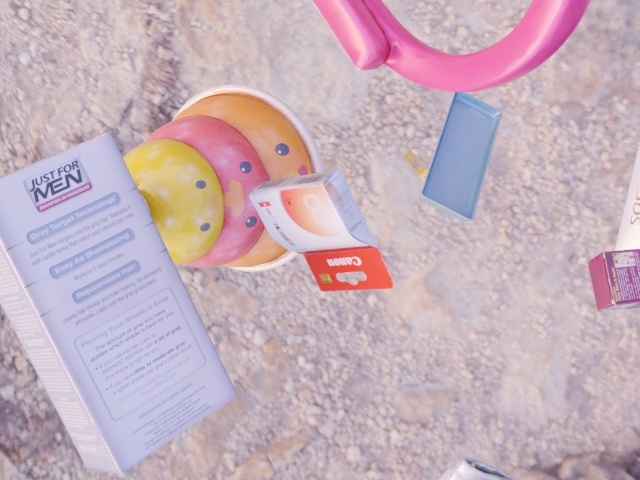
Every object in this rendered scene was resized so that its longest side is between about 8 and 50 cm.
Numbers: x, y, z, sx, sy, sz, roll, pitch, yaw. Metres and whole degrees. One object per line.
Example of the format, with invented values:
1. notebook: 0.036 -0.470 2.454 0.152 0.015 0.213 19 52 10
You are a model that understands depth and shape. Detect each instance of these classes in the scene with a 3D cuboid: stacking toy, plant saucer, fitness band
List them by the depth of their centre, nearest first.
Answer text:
1. fitness band: 0.068 -0.239 0.661 0.054 0.209 0.290 -20 77 -52
2. plant saucer: 0.165 -0.101 1.125 0.067 0.192 0.018 26 140 -5
3. stacking toy: -0.236 -0.061 1.598 0.480 0.351 0.350 -30 125 -59

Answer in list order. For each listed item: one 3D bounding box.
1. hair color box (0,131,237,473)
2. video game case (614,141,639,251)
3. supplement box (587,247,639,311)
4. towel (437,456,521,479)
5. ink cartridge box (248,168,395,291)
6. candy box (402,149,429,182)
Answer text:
1. hair color box: -0.276 0.077 1.188 0.185 0.114 0.374 -31 102 -34
2. video game case: 0.540 -0.049 1.252 0.061 0.270 0.244 0 103 -50
3. supplement box: 0.315 0.038 0.947 0.083 0.043 0.054 -4 75 -7
4. towel: 0.186 0.451 1.183 0.321 0.090 0.374 28 110 -23
5. ink cartridge box: 0.000 0.000 1.245 0.045 0.145 0.179 -40 113 -39
6. candy box: 0.220 -0.119 1.914 0.027 0.206 0.105 -39 105 7
